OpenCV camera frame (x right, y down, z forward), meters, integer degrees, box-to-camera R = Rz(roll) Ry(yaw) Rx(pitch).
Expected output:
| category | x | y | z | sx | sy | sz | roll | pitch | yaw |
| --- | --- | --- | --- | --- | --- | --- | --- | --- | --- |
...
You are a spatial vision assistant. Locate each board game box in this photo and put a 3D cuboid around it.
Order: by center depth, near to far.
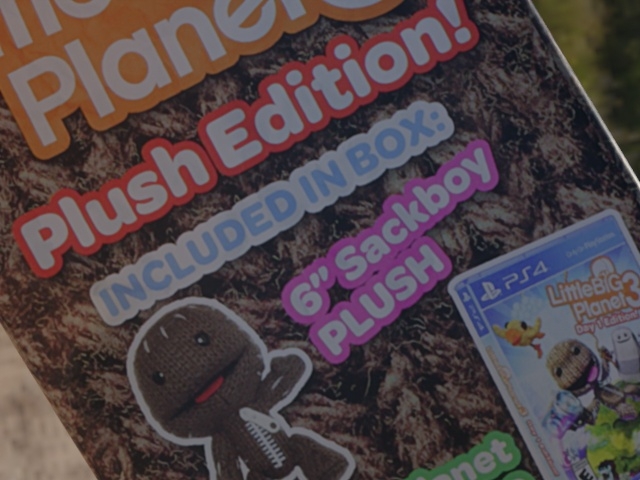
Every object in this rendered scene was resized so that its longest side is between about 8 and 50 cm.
| category | x | y | z | sx | sy | sz | roll | pitch | yaw |
| --- | --- | --- | --- | --- | --- | --- | --- | --- | --- |
| board game box | 0.000 | 0.000 | 0.547 | 0.291 | 0.141 | 0.232 | 59 | 1 | -4 |
